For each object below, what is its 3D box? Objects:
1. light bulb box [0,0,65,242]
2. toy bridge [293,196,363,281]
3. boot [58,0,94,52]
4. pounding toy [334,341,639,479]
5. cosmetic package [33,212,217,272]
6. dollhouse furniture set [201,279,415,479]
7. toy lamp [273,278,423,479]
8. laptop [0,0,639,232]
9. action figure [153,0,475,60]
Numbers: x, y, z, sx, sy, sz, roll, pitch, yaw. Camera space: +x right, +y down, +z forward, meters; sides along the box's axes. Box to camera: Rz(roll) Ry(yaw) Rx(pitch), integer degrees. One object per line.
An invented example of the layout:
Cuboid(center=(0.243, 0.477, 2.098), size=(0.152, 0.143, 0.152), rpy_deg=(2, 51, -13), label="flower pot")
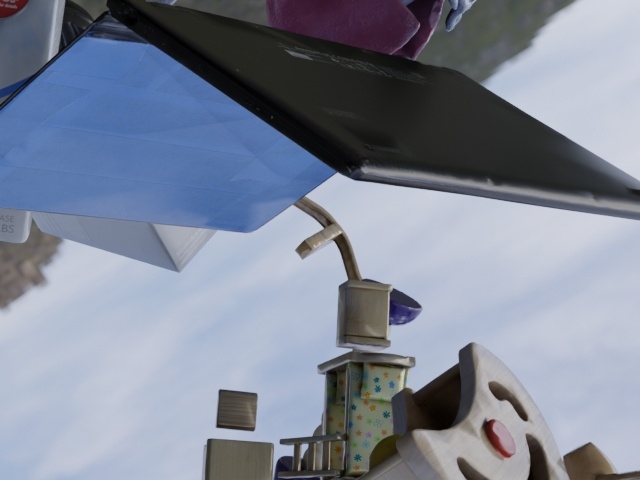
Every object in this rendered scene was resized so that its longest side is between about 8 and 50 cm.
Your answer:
Cuboid(center=(-0.408, -0.223, 1.501), size=(0.358, 0.361, 0.225), rpy_deg=(6, -152, -10), label="light bulb box")
Cuboid(center=(0.000, 0.000, 1.903), size=(0.063, 0.188, 0.026), rpy_deg=(-30, 168, -46), label="toy bridge")
Cuboid(center=(-0.396, -0.308, 1.914), size=(0.348, 0.131, 0.260), rpy_deg=(8, -128, 0), label="boot")
Cuboid(center=(0.125, 0.135, 1.128), size=(0.155, 0.154, 0.269), rpy_deg=(-37, 162, 24), label="pounding toy")
Cuboid(center=(-0.216, -0.060, 1.849), size=(0.238, 0.107, 0.127), rpy_deg=(19, -124, 38), label="cosmetic package")
Cuboid(center=(-0.010, 0.114, 1.391), size=(0.161, 0.182, 0.101), rpy_deg=(6, 167, -17), label="dollhouse furniture set")
Cuboid(center=(0.020, 0.178, 1.746), size=(0.080, 0.080, 0.274), rpy_deg=(-112, -135, -75), label="toy lamp")
Cuboid(center=(-0.021, -0.028, 1.262), size=(0.408, 0.382, 0.236), rpy_deg=(37, -69, 38), label="laptop")
Cuboid(center=(-0.042, -0.294, 1.704), size=(0.248, 0.370, 0.275), rpy_deg=(-45, 172, -36), label="action figure")
